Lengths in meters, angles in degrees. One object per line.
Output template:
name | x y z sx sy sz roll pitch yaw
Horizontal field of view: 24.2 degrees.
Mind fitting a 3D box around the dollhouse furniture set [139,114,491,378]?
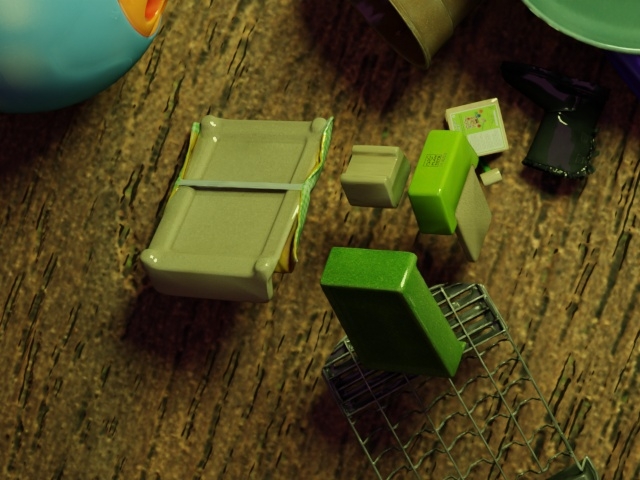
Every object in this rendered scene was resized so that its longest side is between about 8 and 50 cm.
dollhouse furniture set | 0.000 0.000 1.470 0.302 0.151 0.197 4 57 28

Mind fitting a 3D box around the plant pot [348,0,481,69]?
plant pot | 0.110 -0.281 1.446 0.165 0.167 0.167 -40 88 -3

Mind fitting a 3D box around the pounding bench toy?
pounding bench toy | 0.158 -0.094 1.485 0.052 0.065 0.083 -13 90 4

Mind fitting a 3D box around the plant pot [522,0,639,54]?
plant pot | 0.301 -0.343 1.339 0.293 0.196 0.293 5 133 6

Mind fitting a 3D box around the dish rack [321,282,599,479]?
dish rack | 0.135 0.186 1.493 0.208 0.074 0.271 -29 87 3

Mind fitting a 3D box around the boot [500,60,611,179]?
boot | 0.227 -0.119 1.492 0.121 0.045 0.099 17 95 3

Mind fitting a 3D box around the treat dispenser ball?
treat dispenser ball | -0.283 -0.264 1.407 0.288 0.288 0.288 0 91 5

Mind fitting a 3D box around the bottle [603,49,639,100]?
bottle | 0.415 -0.239 1.448 0.283 0.092 0.118 -39 93 4
